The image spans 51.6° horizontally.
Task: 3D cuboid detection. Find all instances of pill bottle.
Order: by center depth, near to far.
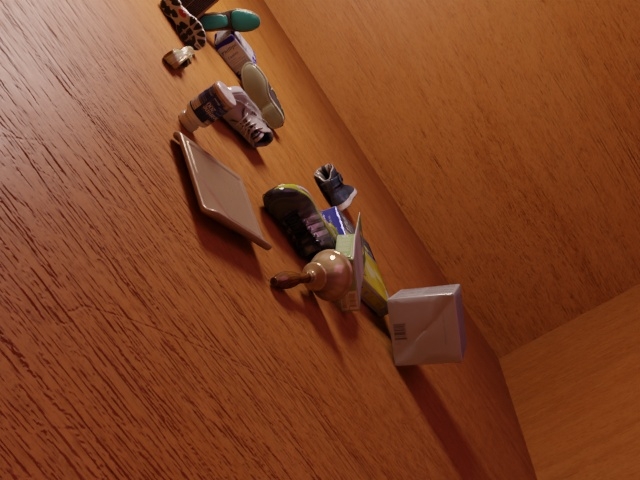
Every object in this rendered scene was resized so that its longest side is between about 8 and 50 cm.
[{"bbox_3d":[-0.251,-0.291,1.459,0.067,0.120,0.067,52,16,-21],"label":"pill bottle"}]

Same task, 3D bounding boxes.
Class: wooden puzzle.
[{"bbox_3d":[-0.208,-0.096,1.371,0.221,0.044,0.239,36,21,-55],"label":"wooden puzzle"}]

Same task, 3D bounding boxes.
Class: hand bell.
[{"bbox_3d":[-0.038,0.084,1.488,0.242,0.126,0.126,0,58,-58],"label":"hand bell"}]

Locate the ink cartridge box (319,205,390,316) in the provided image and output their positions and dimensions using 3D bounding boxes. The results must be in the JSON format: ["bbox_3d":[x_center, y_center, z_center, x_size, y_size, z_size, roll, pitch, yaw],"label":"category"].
[{"bbox_3d":[0.095,0.043,2.032,0.307,0.072,0.304,48,19,-43],"label":"ink cartridge box"}]

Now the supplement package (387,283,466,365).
[{"bbox_3d":[0.328,0.250,2.000,0.262,0.197,0.200,-8,92,-74],"label":"supplement package"}]

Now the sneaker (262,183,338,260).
[{"bbox_3d":[-0.038,-0.031,1.671,0.300,0.111,0.121,43,25,-41],"label":"sneaker"}]

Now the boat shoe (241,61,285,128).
[{"bbox_3d":[-0.186,-0.467,2.143,0.228,0.081,0.069,64,11,-7],"label":"boat shoe"}]

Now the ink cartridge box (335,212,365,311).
[{"bbox_3d":[0.082,0.053,1.781,0.235,0.056,0.171,-80,164,-56],"label":"ink cartridge box"}]

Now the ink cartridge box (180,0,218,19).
[{"bbox_3d":[-0.346,-0.785,2.025,0.088,0.193,0.235,47,17,-30],"label":"ink cartridge box"}]

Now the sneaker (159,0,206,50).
[{"bbox_3d":[-0.371,-0.604,1.830,0.170,0.068,0.071,56,9,-5],"label":"sneaker"}]

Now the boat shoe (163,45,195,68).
[{"bbox_3d":[-0.343,-0.447,1.635,0.045,0.050,0.135,59,24,-11],"label":"boat shoe"}]

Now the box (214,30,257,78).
[{"bbox_3d":[-0.277,-0.621,2.162,0.137,0.072,0.126,48,17,-33],"label":"box"}]

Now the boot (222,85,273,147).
[{"bbox_3d":[-0.194,-0.320,1.757,0.123,0.095,0.258,53,12,10],"label":"boot"}]

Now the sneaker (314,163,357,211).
[{"bbox_3d":[0.055,-0.207,2.382,0.163,0.086,0.226,58,15,-11],"label":"sneaker"}]

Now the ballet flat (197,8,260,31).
[{"bbox_3d":[-0.292,-0.691,2.076,0.067,0.206,0.073,37,-51,56],"label":"ballet flat"}]
